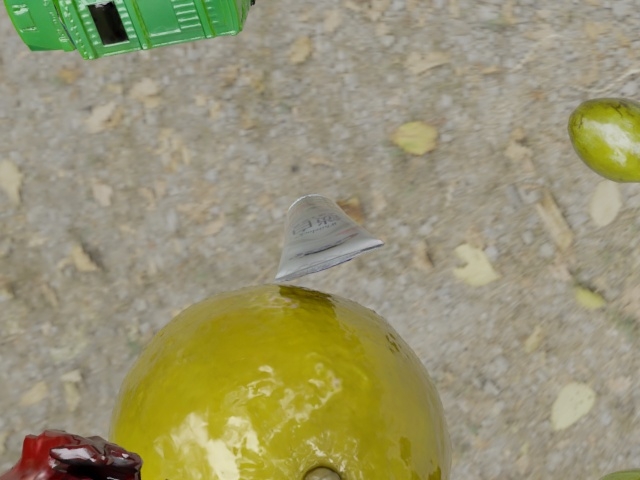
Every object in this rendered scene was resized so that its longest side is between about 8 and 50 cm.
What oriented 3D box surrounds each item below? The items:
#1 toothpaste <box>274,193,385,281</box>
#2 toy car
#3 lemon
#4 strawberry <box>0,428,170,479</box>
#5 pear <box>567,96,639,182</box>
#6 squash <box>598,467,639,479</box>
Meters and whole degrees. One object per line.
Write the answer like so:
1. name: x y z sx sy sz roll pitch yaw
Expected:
1. toothpaste: 0.000 0.000 1.333 0.100 0.323 0.066 -18 98 -1
2. toy car: -0.126 -0.158 0.894 0.165 0.062 0.071 -8 134 9
3. lemon: -0.037 0.201 1.302 0.348 0.348 0.348 4 100 22
4. strawberry: -0.125 0.232 0.653 0.274 0.220 0.274 -12 61 23
5. pear: 0.364 -0.124 1.686 0.131 0.107 0.107 40 111 21
6. squash: 0.338 0.270 1.412 0.200 0.075 0.090 5 74 30
